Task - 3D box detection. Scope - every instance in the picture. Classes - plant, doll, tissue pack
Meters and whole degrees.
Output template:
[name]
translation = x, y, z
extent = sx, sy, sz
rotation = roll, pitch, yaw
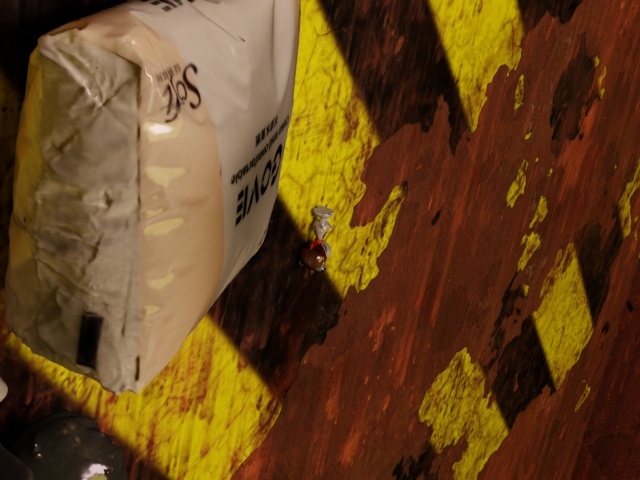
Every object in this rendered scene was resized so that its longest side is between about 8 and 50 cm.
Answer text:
[plant]
translation = -0.307, 0.264, 1.269
extent = 0.256, 0.164, 0.141
rotation = -36, 142, -26
[doll]
translation = -0.002, 0.000, 1.719
extent = 0.058, 0.040, 0.085
rotation = -55, 158, -46
[tissue pack]
translation = -0.146, -0.082, 1.252
extent = 0.375, 0.195, 0.390
rotation = -47, 150, -56

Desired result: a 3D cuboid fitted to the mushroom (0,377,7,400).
[mushroom]
translation = -0.356, 0.103, 1.119
extent = 0.099, 0.096, 0.278
rotation = -56, 147, -21
